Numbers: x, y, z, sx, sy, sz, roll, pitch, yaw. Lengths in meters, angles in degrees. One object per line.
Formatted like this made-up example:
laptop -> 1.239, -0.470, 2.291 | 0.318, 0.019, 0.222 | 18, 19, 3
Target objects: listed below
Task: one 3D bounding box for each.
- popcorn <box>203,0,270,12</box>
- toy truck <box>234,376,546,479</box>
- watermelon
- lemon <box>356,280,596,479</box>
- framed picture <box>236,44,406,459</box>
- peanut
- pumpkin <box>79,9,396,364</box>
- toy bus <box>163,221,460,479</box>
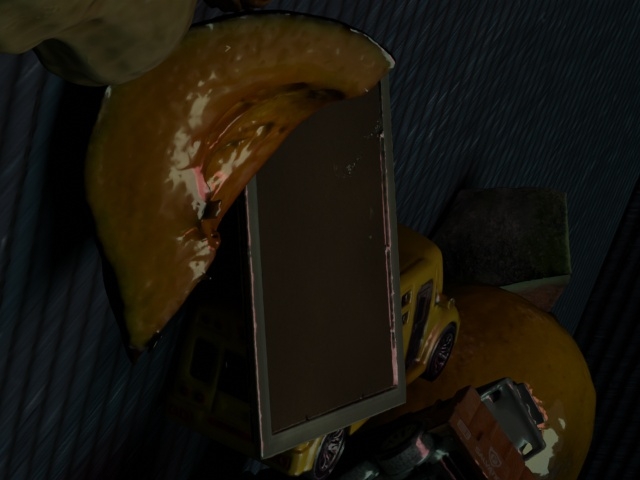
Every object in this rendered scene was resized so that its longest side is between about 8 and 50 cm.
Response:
popcorn -> -0.056, -0.176, 1.086 | 0.084, 0.084, 0.084 | -55, 162, -27
toy truck -> 0.040, 0.234, 1.629 | 0.338, 0.133, 0.184 | -28, -168, 33
watermelon -> 0.199, 0.053, 2.104 | 0.257, 0.193, 0.140 | 73, 15, -62
lemon -> 0.144, 0.189, 1.898 | 0.297, 0.297, 0.297 | -55, 162, -27
framed picture -> 0.000, 0.000, 1.350 | 0.231, 0.018, 0.293 | -11, 100, -59
peanut -> -0.127, -0.135, 0.838 | 0.125, 0.111, 0.274 | -59, 164, 0
pumpkin -> -0.093, -0.070, 1.113 | 0.254, 0.149, 0.130 | -49, -150, 11
toy bus -> 0.011, 0.074, 1.535 | 0.331, 0.145, 0.151 | -34, 140, -57
